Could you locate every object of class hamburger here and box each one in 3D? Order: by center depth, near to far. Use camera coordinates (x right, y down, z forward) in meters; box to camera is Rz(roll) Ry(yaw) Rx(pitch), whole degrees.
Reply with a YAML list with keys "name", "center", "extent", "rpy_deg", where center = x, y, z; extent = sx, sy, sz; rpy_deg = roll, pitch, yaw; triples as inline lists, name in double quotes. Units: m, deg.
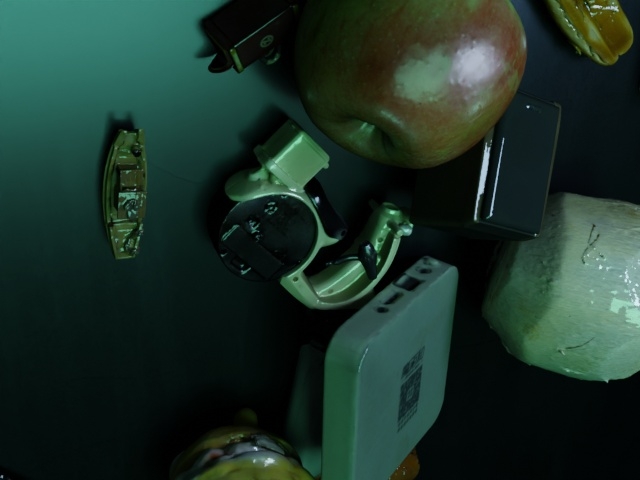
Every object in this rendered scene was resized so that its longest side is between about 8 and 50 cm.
- name: "hamburger"
  center: [-0.144, 0.442, 1.464]
  extent: [0.276, 0.237, 0.276]
  rpy_deg: [-8, 122, -13]

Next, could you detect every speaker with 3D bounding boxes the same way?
- name: "speaker"
  center: [0.263, -0.124, 1.331]
  extent: [0.153, 0.192, 0.231]
  rpy_deg: [12, 86, -32]

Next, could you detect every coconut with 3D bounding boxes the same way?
- name: "coconut"
  center: [0.498, 0.090, 1.519]
  extent: [0.360, 0.346, 0.346]
  rpy_deg: [17, 113, 4]

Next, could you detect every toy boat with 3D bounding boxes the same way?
- name: "toy boat"
  center: [-0.282, -0.068, 1.195]
  extent: [0.064, 0.072, 0.206]
  rpy_deg: [-5, 120, -27]

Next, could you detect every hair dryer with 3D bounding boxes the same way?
- name: "hair dryer"
  center: [0.051, 0.037, 1.322]
  extent: [0.083, 0.031, 0.079]
  rpy_deg: [-10, 132, 3]

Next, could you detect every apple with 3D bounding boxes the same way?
- name: "apple"
  center: [0.116, -0.245, 1.137]
  extent: [0.319, 0.319, 0.277]
  rpy_deg: [34, 85, -37]

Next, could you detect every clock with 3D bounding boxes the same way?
- name: "clock"
  center: [0.000, 0.000, 1.354]
  extent: [0.276, 0.120, 0.379]
  rpy_deg: [-46, 127, 8]

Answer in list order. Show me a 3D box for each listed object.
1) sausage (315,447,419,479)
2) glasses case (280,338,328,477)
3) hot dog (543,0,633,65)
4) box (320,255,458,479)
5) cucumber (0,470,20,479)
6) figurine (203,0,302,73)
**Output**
- name: "sausage"
  center: [0.056, 0.475, 1.668]
  extent: [0.330, 0.102, 0.102]
  rpy_deg: [-5, 119, -24]
- name: "glasses case"
  center: [0.000, 0.308, 1.551]
  extent: [0.128, 0.083, 0.308]
  rpy_deg: [-3, 119, -32]
- name: "hot dog"
  center: [0.442, -0.390, 1.380]
  extent: [0.109, 0.072, 0.269]
  rpy_deg: [-43, 126, 4]
- name: "box"
  center: [0.123, 0.248, 1.465]
  extent: [0.367, 0.090, 0.373]
  rpy_deg: [-35, 133, -49]
- name: "cucumber"
  center: [-0.517, 0.422, 1.374]
  extent: [0.053, 0.053, 0.181]
  rpy_deg: [-44, 125, 2]
- name: "figurine"
  center: [-0.097, -0.286, 1.172]
  extent: [0.154, 0.082, 0.098]
  rpy_deg: [-37, 147, -3]
